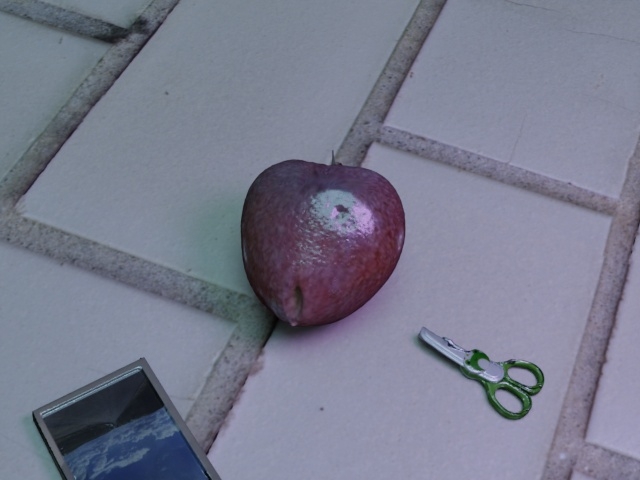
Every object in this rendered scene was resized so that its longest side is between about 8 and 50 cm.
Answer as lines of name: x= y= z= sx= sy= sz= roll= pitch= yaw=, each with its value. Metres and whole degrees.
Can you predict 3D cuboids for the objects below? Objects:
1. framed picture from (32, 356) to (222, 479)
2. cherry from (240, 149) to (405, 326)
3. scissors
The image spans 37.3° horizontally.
framed picture: x=-0.275 y=0.305 z=1.353 sx=0.189 sy=0.023 sz=0.260 roll=-25 pitch=58 yaw=-23
cherry: x=0.000 y=0.000 z=1.483 sx=0.261 sy=0.221 sz=0.307 roll=9 pitch=66 yaw=12
scissors: x=0.241 y=0.194 z=1.467 sx=0.204 sy=0.027 sz=0.101 roll=28 pitch=53 yaw=14
